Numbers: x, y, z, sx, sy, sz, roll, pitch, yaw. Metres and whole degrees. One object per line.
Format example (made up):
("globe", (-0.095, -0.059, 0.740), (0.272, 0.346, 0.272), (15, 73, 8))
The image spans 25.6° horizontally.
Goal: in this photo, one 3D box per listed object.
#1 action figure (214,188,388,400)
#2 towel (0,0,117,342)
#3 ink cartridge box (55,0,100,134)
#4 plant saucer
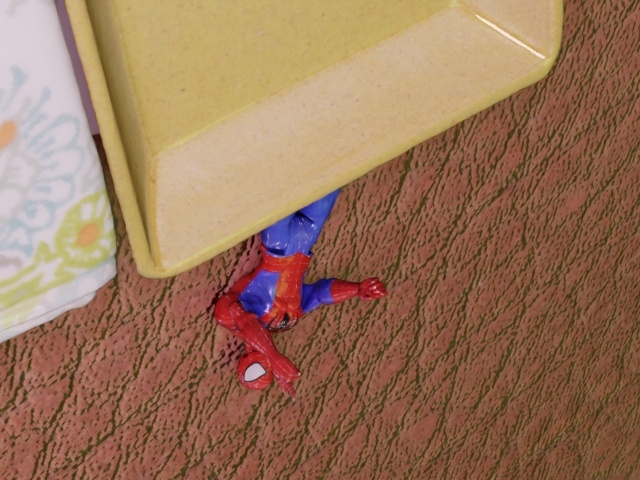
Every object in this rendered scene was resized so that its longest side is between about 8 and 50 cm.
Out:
("action figure", (0.000, 0.000, 1.012), (0.091, 0.139, 0.280), (-2, 118, -39))
("towel", (-0.275, -0.069, 0.636), (0.320, 0.090, 0.374), (-28, 126, -26))
("ink cartridge box", (-0.113, -0.139, 0.875), (0.198, 0.067, 0.115), (-17, 126, -32))
("plant saucer", (-0.009, -0.181, 0.809), (0.333, 0.081, 0.333), (-29, 137, -21))
